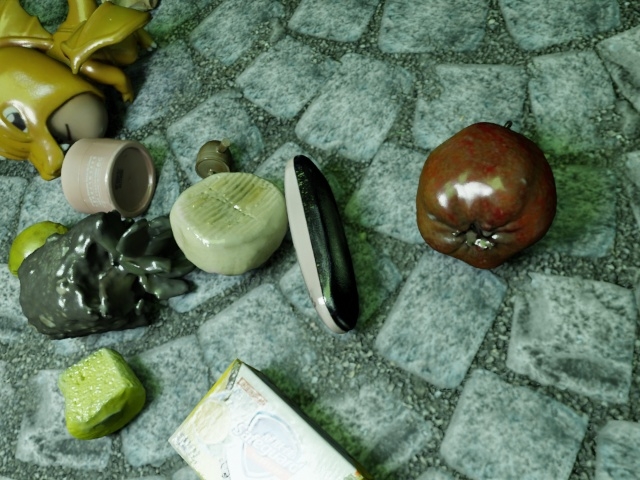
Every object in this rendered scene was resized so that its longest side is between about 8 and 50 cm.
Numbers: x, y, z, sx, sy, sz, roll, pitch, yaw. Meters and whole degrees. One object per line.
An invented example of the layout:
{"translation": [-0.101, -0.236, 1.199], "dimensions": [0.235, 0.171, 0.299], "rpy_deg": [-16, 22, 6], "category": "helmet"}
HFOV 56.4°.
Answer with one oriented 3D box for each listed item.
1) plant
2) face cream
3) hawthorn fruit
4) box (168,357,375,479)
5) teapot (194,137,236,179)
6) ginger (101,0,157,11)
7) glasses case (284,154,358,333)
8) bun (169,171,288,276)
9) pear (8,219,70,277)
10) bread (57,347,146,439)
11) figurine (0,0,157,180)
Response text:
{"translation": [-0.362, 0.062, 1.030], "dimensions": [0.276, 0.199, 0.188], "rpy_deg": [-21, 69, 12], "category": "plant"}
{"translation": [-0.399, -0.119, 1.133], "dimensions": [0.104, 0.149, 0.149], "rpy_deg": [7, 70, 19], "category": "face cream"}
{"translation": [0.254, -0.088, 0.902], "dimensions": [0.208, 0.208, 0.248], "rpy_deg": [11, 52, 21], "category": "hawthorn fruit"}
{"translation": [-0.073, 0.322, 0.876], "dimensions": [0.265, 0.097, 0.168], "rpy_deg": [38, 84, 26], "category": "box"}
{"translation": [-0.184, -0.158, 1.118], "dimensions": [0.085, 0.110, 0.080], "rpy_deg": [19, 50, -22], "category": "teapot"}
{"translation": [-0.457, -0.600, 1.400], "dimensions": [0.137, 0.074, 0.213], "rpy_deg": [-17, 68, -1], "category": "ginger"}
{"translation": [0.000, 0.000, 0.976], "dimensions": [0.075, 0.122, 0.314], "rpy_deg": [-21, 64, 15], "category": "glasses case"}
{"translation": [-0.151, -0.027, 1.032], "dimensions": [0.178, 0.128, 0.193], "rpy_deg": [36, 57, 20], "category": "bun"}
{"translation": [-0.535, 0.021, 1.146], "dimensions": [0.107, 0.107, 0.131], "rpy_deg": [14, 61, 22], "category": "pear"}
{"translation": [-0.360, 0.257, 0.985], "dimensions": [0.129, 0.111, 0.114], "rpy_deg": [-28, 56, -17], "category": "bread"}
{"translation": [-0.558, -0.351, 1.219], "dimensions": [0.401, 0.268, 0.387], "rpy_deg": [24, 63, 14], "category": "figurine"}
